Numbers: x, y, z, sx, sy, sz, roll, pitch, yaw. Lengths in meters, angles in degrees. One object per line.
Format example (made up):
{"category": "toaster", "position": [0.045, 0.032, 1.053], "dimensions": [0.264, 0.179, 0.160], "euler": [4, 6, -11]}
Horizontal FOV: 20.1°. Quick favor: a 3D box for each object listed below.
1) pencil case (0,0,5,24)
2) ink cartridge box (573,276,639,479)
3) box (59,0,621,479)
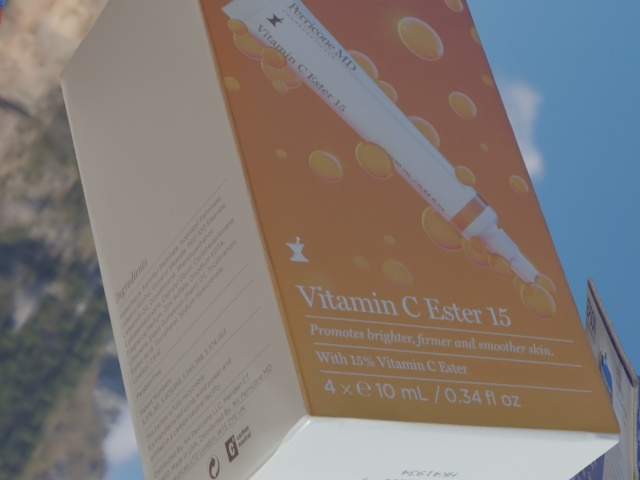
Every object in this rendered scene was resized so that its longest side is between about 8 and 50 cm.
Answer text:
{"category": "pencil case", "position": [-0.254, -0.216, 1.231], "dimensions": [0.104, 0.104, 0.236], "euler": [-48, -152, 36]}
{"category": "ink cartridge box", "position": [0.234, 0.211, 1.355], "dimensions": [0.303, 0.072, 0.307], "euler": [-80, 174, -77]}
{"category": "box", "position": [0.000, 0.000, 1.073], "dimensions": [0.168, 0.215, 0.345], "euler": [-48, -132, 42]}
